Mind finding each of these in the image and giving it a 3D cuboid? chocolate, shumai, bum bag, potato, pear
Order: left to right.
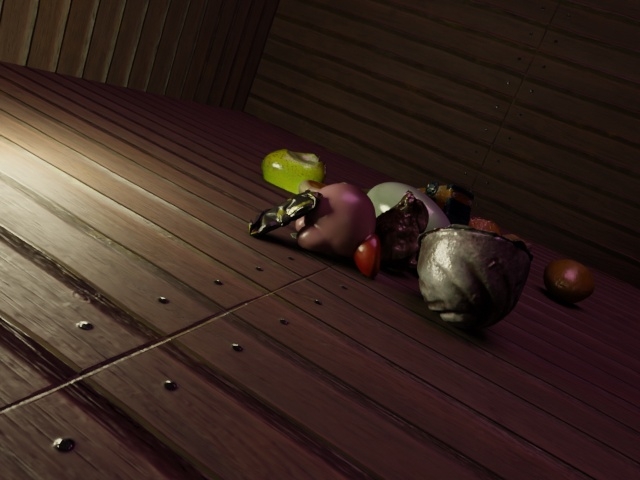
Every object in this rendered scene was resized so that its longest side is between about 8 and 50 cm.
[{"bbox_3d":[-0.098,-0.080,1.417,0.107,0.232,0.060,-107,173,-62],"label":"bum bag"},{"bbox_3d":[-0.127,-0.310,2.170,0.292,0.160,0.292,18,18,-6],"label":"pear"},{"bbox_3d":[0.272,-0.008,1.586,0.183,0.218,0.186,17,37,-53],"label":"shumai"},{"bbox_3d":[0.380,0.117,1.314,0.302,0.213,0.303,15,-20,5],"label":"chocolate"},{"bbox_3d":[1.011,0.183,2.084,0.158,0.178,0.204,-23,70,-47],"label":"potato"}]

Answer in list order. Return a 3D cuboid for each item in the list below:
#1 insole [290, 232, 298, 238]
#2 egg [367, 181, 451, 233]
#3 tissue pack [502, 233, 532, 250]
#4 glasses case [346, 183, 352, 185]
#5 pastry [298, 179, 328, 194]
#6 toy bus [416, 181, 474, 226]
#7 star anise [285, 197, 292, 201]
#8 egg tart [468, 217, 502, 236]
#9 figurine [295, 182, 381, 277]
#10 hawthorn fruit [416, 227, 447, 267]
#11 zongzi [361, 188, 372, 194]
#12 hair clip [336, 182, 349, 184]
[{"bbox_3d":[0.000,-0.001,1.600,0.231,0.003,0.080,6,22,-44],"label":"insole"},{"bbox_3d":[0.323,-0.074,1.858,0.370,0.230,0.230,36,20,22],"label":"egg"},{"bbox_3d":[0.803,0.067,2.154,0.125,0.159,0.234,30,18,28],"label":"tissue pack"},{"bbox_3d":[0.100,-0.129,1.919,0.122,0.075,0.314,34,32,-1],"label":"glasses case"},{"bbox_3d":[-0.017,-0.181,2.012,0.156,0.092,0.156,18,14,-5],"label":"pastry"},{"bbox_3d":[0.440,-0.122,2.047,0.161,0.194,0.323,19,-11,-36],"label":"toy bus"},{"bbox_3d":[-0.047,-0.099,1.772,0.167,0.057,0.168,30,13,-7],"label":"star anise"},{"bbox_3d":[0.625,0.026,2.003,0.215,0.215,0.171,21,26,-2],"label":"egg tart"},{"bbox_3d":[0.074,-0.058,1.496,0.261,0.211,0.270,21,16,-8],"label":"figurine"},{"bbox_3d":[0.390,0.060,1.634,0.179,0.179,0.200,20,30,-6],"label":"hawthorn fruit"},{"bbox_3d":[0.304,-0.143,2.287,0.255,0.115,0.228,20,10,-30],"label":"zongzi"},{"bbox_3d":[0.173,-0.133,2.100,0.321,0.091,0.138,33,41,25],"label":"hair clip"}]
